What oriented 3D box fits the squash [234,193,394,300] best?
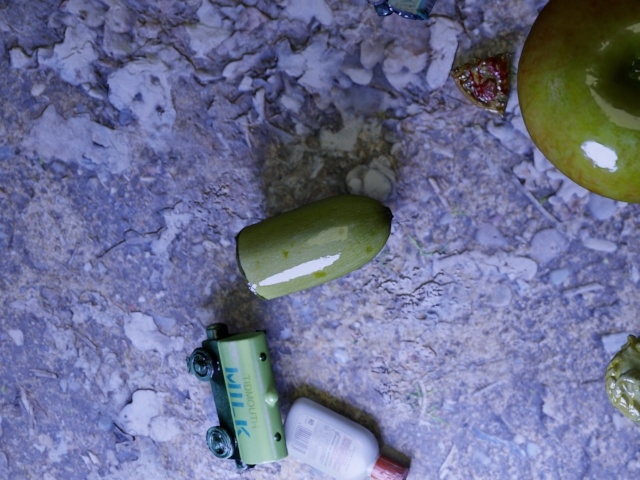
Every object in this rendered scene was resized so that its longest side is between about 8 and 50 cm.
[{"bbox_3d":[0.000,0.000,2.089,0.247,0.132,0.133,-20,93,24],"label":"squash"}]

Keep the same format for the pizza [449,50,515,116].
[{"bbox_3d":[0.240,-0.244,2.000,0.099,0.029,0.100,12,105,20],"label":"pizza"}]

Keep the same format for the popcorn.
[{"bbox_3d":[0.490,0.206,1.949,0.135,0.162,0.142,13,82,54],"label":"popcorn"}]

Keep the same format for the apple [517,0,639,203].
[{"bbox_3d":[0.431,-0.214,1.784,0.339,0.339,0.340,4,102,21],"label":"apple"}]

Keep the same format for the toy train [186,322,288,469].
[{"bbox_3d":[-0.124,0.258,2.186,0.157,0.105,0.253,-8,95,46],"label":"toy train"}]

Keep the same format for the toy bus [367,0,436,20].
[{"bbox_3d":[0.060,-0.422,2.008,0.261,0.091,0.109,31,100,12],"label":"toy bus"}]

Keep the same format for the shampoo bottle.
[{"bbox_3d":[0.041,0.348,2.186,0.220,0.051,0.108,25,111,15],"label":"shampoo bottle"}]
